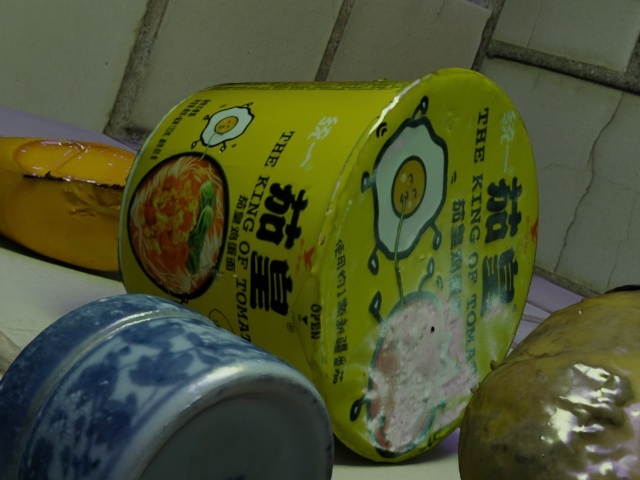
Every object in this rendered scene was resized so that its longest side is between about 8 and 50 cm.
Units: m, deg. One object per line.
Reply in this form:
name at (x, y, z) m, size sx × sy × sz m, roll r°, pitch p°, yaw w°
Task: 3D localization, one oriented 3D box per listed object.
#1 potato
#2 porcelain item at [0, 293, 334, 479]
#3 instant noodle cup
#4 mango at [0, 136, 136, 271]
potato at (0.200, 0.151, 0.889) m, size 0.229 × 0.229 × 0.266 m, roll 22°, pitch 12°, yaw 20°
porcelain item at (-0.081, 0.106, 0.626) m, size 0.114 × 0.147 × 0.147 m, roll 25°, pitch 8°, yaw 41°
instant noodle cup at (0.000, 0.000, 1.107) m, size 0.254 × 0.325 × 0.326 m, roll 14°, pitch 2°, yaw 36°
mango at (-0.282, -0.047, 1.370) m, size 0.252 × 0.126 × 0.154 m, roll 13°, pitch 18°, yaw 1°
